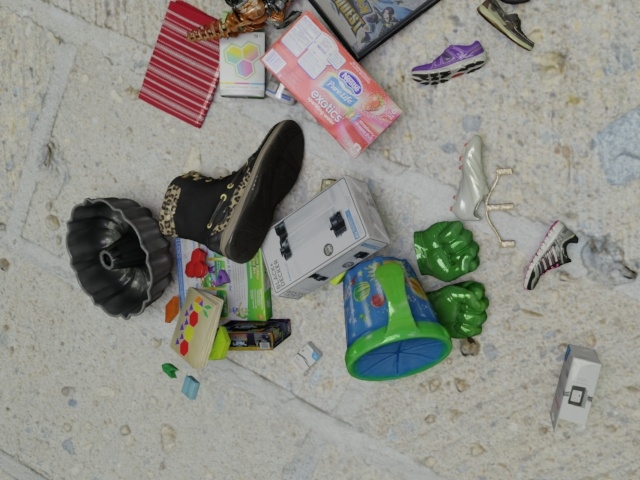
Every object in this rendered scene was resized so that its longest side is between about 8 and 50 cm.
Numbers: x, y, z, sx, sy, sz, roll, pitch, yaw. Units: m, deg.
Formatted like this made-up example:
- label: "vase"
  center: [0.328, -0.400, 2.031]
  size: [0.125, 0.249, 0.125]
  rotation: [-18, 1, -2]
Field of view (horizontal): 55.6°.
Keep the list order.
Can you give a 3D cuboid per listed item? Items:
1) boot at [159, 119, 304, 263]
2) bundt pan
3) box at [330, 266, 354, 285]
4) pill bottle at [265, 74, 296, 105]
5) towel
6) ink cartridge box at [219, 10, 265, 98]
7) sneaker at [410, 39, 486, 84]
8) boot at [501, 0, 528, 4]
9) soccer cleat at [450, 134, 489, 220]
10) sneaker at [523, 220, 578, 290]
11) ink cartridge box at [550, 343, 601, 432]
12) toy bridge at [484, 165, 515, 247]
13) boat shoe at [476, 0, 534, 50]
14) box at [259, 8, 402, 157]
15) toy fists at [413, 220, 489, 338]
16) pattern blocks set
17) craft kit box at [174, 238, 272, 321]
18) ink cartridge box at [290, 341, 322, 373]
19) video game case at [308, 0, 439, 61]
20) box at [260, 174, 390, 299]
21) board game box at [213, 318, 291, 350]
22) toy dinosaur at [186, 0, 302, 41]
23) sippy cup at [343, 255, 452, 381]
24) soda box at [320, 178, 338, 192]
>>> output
- label: "boot"
  center: [-0.220, -0.138, 1.489]
  size: [0.284, 0.138, 0.377]
  rotation: [11, 72, 36]
- label: "bundt pan"
  center: [-0.514, 0.034, 1.594]
  size: [0.331, 0.124, 0.330]
  rotation: [12, 113, 30]
- label: "box"
  center: [0.086, 0.022, 1.451]
  size: [0.042, 0.109, 0.178]
  rotation: [39, 106, 11]
- label: "pill bottle"
  center: [-0.073, -0.402, 1.459]
  size: [0.078, 0.078, 0.137]
  rotation: [27, 104, 11]
- label: "towel"
  center: [-0.342, -0.453, 1.557]
  size: [0.199, 0.031, 0.274]
  rotation: [27, 106, 9]
- label: "ink cartridge box"
  center: [-0.189, -0.454, 1.477]
  size: [0.109, 0.062, 0.209]
  rotation: [1, 98, -5]
- label: "sneaker"
  center: [0.286, -0.403, 1.370]
  size: [0.170, 0.068, 0.071]
  rotation: [-15, 78, 9]
- label: "boot"
  center: [0.369, -0.663, 1.217]
  size: [0.118, 0.223, 0.338]
  rotation: [-12, 94, 17]
- label: "soccer cleat"
  center: [0.350, -0.139, 1.373]
  size: [0.076, 0.068, 0.196]
  rotation: [17, 110, 27]
- label: "sneaker"
  center: [0.515, 0.044, 1.350]
  size: [0.075, 0.063, 0.170]
  rotation: [30, 100, 17]
- label: "ink cartridge box"
  center: [0.567, 0.335, 1.353]
  size: [0.060, 0.104, 0.180]
  rotation: [12, 101, 14]
- label: "toy bridge"
  center: [0.408, -0.076, 1.386]
  size: [0.063, 0.026, 0.188]
  rotation: [-3, 96, 18]
- label: "boat shoe"
  center: [0.409, -0.473, 1.318]
  size: [0.152, 0.056, 0.049]
  rotation: [43, 112, 7]
- label: "box"
  center: [0.025, -0.348, 1.359]
  size: [0.300, 0.142, 0.154]
  rotation: [44, 101, -11]
- label: "toy fists"
  center: [0.306, 0.093, 1.403]
  size: [0.142, 0.096, 0.279]
  rotation: [-10, 93, 17]
- label: "pattern blocks set"
  center: [-0.308, 0.211, 1.511]
  size: [0.285, 0.026, 0.324]
  rotation: [36, 105, 44]
- label: "craft kit box"
  center: [-0.255, 0.084, 1.590]
  size: [0.247, 0.061, 0.249]
  rotation: [0, 97, 19]
- label: "ink cartridge box"
  center: [-0.041, 0.307, 1.568]
  size: [0.048, 0.028, 0.083]
  rotation: [46, 107, 7]
- label: "video game case"
  center: [0.098, -0.582, 1.361]
  size: [0.248, 0.035, 0.274]
  rotation: [-37, 87, -3]
- label: "box"
  center: [0.000, 0.000, 1.393]
  size: [0.290, 0.087, 0.169]
  rotation: [-33, 63, 30]
- label: "board game box"
  center: [-0.177, 0.238, 1.540]
  size: [0.170, 0.141, 0.048]
  rotation: [-3, 98, 17]
- label: "toy dinosaur"
  center: [-0.168, -0.568, 1.403]
  size: [0.218, 0.322, 0.164]
  rotation: [53, 152, 1]
- label: "sippy cup"
  center: [0.150, 0.165, 1.355]
  size: [0.305, 0.240, 0.224]
  rotation: [-46, 45, 41]
- label: "soda box"
  center: [0.027, -0.058, 1.485]
  size: [0.061, 0.058, 0.181]
  rotation: [11, 101, 15]
